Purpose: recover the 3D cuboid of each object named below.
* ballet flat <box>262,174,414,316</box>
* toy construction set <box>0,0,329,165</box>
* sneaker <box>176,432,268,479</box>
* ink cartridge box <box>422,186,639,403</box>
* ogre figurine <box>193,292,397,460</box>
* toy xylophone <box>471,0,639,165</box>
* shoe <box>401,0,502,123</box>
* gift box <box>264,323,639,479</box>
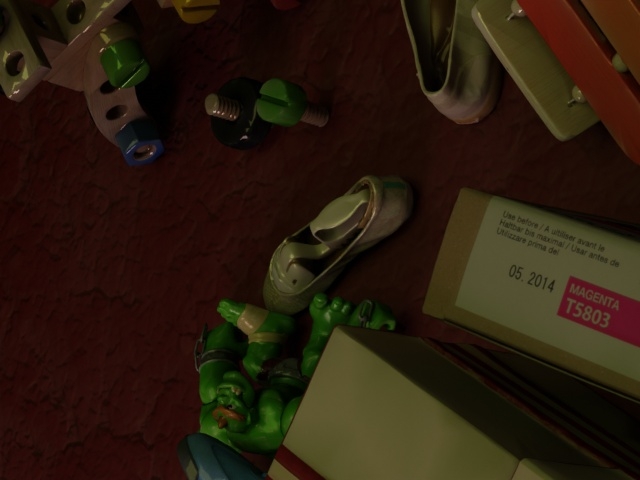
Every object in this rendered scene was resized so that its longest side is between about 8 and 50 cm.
[{"bbox_3d":[0.000,0.000,1.413,0.168,0.052,0.057,-42,56,30],"label":"ballet flat"},{"bbox_3d":[-0.169,-0.224,1.487,0.257,0.237,0.309,-17,70,40],"label":"toy construction set"},{"bbox_3d":[-0.013,0.203,1.344,0.209,0.069,0.082,45,100,11],"label":"sneaker"},{"bbox_3d":[0.213,0.047,1.108,0.235,0.193,0.088,22,98,43],"label":"ink cartridge box"},{"bbox_3d":[-0.029,0.106,1.398,0.197,0.097,0.118,0,64,28],"label":"ogre figurine"},{"bbox_3d":[0.198,-0.199,1.147,0.236,0.081,0.322,52,150,11],"label":"toy xylophone"},{"bbox_3d":[0.096,-0.196,1.357,0.076,0.058,0.219,-13,73,41],"label":"shoe"},{"bbox_3d":[0.116,0.195,1.130,0.258,0.255,0.276,36,112,43],"label":"gift box"}]
